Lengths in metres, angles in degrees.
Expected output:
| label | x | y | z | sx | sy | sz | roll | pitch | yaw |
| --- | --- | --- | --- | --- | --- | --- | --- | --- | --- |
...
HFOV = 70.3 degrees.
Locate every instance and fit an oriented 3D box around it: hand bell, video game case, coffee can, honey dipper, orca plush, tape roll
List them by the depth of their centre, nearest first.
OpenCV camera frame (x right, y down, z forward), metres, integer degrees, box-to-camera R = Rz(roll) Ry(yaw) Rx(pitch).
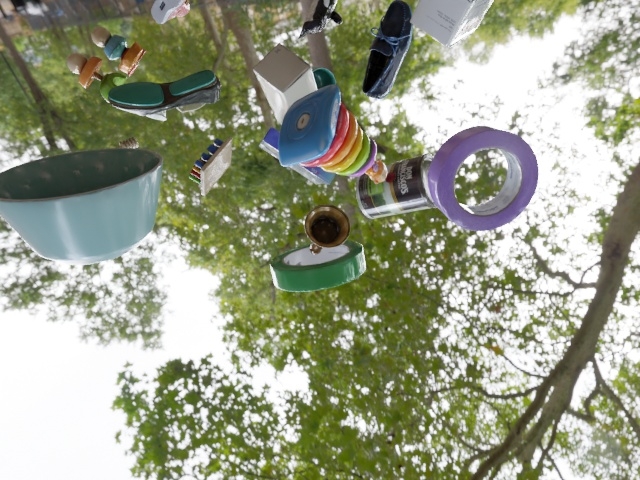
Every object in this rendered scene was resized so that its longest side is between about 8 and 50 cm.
| label | x | y | z | sx | sy | sz | roll | pitch | yaw |
| --- | --- | --- | --- | --- | --- | --- | --- | --- | --- |
| honey dipper | -0.530 | -0.212 | 1.122 | 0.161 | 0.030 | 0.030 | -34 | -142 | -28 |
| tape roll | 0.438 | -0.167 | 1.235 | 0.275 | 0.274 | 0.090 | -14 | -158 | 3 |
| hand bell | 0.000 | 0.000 | 1.328 | 0.126 | 0.242 | 0.126 | 3 | -110 | -9 |
| orca plush | 0.024 | -0.679 | 1.338 | 0.102 | 0.151 | 0.287 | 21 | -139 | -10 |
| tape roll | -0.008 | 0.081 | 1.548 | 0.321 | 0.077 | 0.321 | -10 | -165 | 3 |
| video game case | -0.088 | -0.297 | 1.630 | 0.061 | 0.269 | 0.244 | -58 | -167 | 1 |
| coffee can | 0.303 | -0.201 | 1.742 | 0.275 | 0.201 | 0.201 | -10 | -150 | 37 |

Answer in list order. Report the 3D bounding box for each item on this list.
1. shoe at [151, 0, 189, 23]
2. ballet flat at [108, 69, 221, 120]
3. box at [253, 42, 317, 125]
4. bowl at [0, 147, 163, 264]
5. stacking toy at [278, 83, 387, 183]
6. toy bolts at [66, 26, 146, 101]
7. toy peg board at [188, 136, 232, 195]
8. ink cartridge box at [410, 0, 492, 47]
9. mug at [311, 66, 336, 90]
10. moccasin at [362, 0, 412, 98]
| label | x | y | z | sx | sy | sz | roll | pitch | yaw |
| --- | --- | --- | --- | --- | --- | --- | --- | --- | --- |
| shoe | -0.386 | -0.649 | 1.220 | 0.178 | 0.063 | 0.081 | -11 | -154 | 51 |
| ballet flat | -0.392 | -0.361 | 1.174 | 0.280 | 0.096 | 0.095 | -12 | -120 | -8 |
| box | -0.091 | -0.469 | 1.482 | 0.148 | 0.311 | 0.121 | 42 | -95 | 19 |
| bowl | -0.456 | -0.063 | 0.893 | 0.312 | 0.163 | 0.311 | -2 | -154 | 1 |
| stacking toy | 0.064 | -0.209 | 1.069 | 0.166 | 0.302 | 0.175 | -7 | -113 | 45 |
| toy bolts | -0.653 | -0.585 | 1.407 | 0.218 | 0.158 | 0.228 | -37 | -149 | 35 |
| toy peg board | -0.374 | -0.262 | 1.521 | 0.079 | 0.160 | 0.161 | 31 | -117 | 2 |
| ink cartridge box | 0.352 | -0.622 | 1.038 | 0.121 | 0.289 | 0.211 | 39 | -131 | 10 |
| mug | -0.022 | -0.637 | 1.821 | 0.129 | 0.157 | 0.097 | -38 | -148 | -9 |
| moccasin | 0.241 | -0.683 | 1.644 | 0.138 | 0.342 | 0.117 | 28 | -151 | 35 |
